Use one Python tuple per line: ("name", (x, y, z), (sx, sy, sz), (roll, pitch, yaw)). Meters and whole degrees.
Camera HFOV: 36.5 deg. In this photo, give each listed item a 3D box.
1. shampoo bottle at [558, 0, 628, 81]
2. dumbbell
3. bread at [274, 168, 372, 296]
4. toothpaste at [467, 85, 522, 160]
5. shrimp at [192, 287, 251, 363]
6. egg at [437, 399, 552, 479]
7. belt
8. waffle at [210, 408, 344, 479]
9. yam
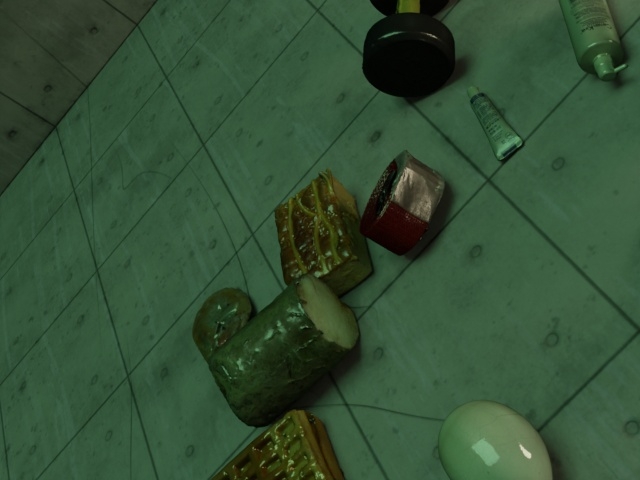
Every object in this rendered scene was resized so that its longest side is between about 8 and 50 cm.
("shampoo bottle", (0.514, -0.396, 1.834), (0.085, 0.085, 0.262), (-31, 43, 30))
("dumbbell", (0.199, -0.502, 2.176), (0.203, 0.203, 0.322), (-24, 47, 36))
("bread", (0.000, 0.000, 2.100), (0.184, 0.114, 0.275), (-38, 42, 24))
("toothpaste", (0.342, -0.243, 1.956), (0.062, 0.037, 0.216), (-41, 43, 19))
("shrimp", (-0.210, 0.208, 2.215), (0.168, 0.077, 0.317), (-50, 33, 4))
("egg", (0.272, 0.335, 1.497), (0.151, 0.151, 0.209), (-55, 42, 2))
("belt", (0.172, -0.070, 1.949), (0.128, 0.124, 0.201), (-23, 39, 64))
("waffle", (-0.104, 0.496, 1.854), (0.328, 0.098, 0.224), (-45, 39, 16))
("yam", (-0.080, 0.227, 1.946), (0.300, 0.195, 0.195), (-44, 38, 16))
